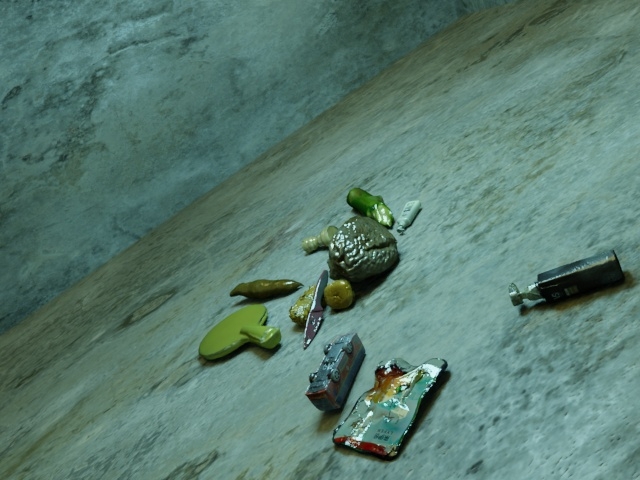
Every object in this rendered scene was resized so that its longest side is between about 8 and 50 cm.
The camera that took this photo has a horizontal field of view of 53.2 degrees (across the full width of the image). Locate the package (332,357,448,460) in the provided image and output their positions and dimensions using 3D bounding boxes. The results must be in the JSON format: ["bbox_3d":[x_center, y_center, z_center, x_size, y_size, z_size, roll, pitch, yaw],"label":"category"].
[{"bbox_3d":[0.130,0.299,1.200,0.166,0.040,0.232,-4,36,50],"label":"package"}]

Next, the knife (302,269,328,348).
[{"bbox_3d":[-0.009,0.174,1.634,0.018,0.035,0.248,114,173,-51],"label":"knife"}]

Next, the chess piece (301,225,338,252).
[{"bbox_3d":[0.000,0.000,2.020,0.122,0.066,0.066,-22,22,39],"label":"chess piece"}]

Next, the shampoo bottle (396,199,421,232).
[{"bbox_3d":[0.250,-0.067,1.854,0.048,0.034,0.141,-6,32,35],"label":"shampoo bottle"}]

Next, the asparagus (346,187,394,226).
[{"bbox_3d":[0.153,-0.110,2.021,0.081,0.085,0.343,-10,16,-10],"label":"asparagus"}]

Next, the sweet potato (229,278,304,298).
[{"bbox_3d":[-0.168,0.146,1.925,0.273,0.067,0.067,-8,31,35],"label":"sweet potato"}]

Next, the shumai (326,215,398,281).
[{"bbox_3d":[0.095,0.045,1.706,0.205,0.166,0.176,-20,-22,-33],"label":"shumai"}]

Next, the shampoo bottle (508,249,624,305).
[{"bbox_3d":[0.459,0.076,1.210,0.207,0.057,0.064,-22,23,23],"label":"shampoo bottle"}]

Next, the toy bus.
[{"bbox_3d":[0.035,0.272,1.337,0.065,0.077,0.192,-19,22,34],"label":"toy bus"}]

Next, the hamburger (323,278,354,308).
[{"bbox_3d":[0.048,0.138,1.628,0.083,0.076,0.044,-26,-8,28],"label":"hamburger"}]

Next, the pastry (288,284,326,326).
[{"bbox_3d":[-0.031,0.171,1.689,0.079,0.056,0.140,1,31,43],"label":"pastry"}]

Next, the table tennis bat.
[{"bbox_3d":[-0.211,0.254,1.763,0.224,0.054,0.368,-42,19,-28],"label":"table tennis bat"}]
